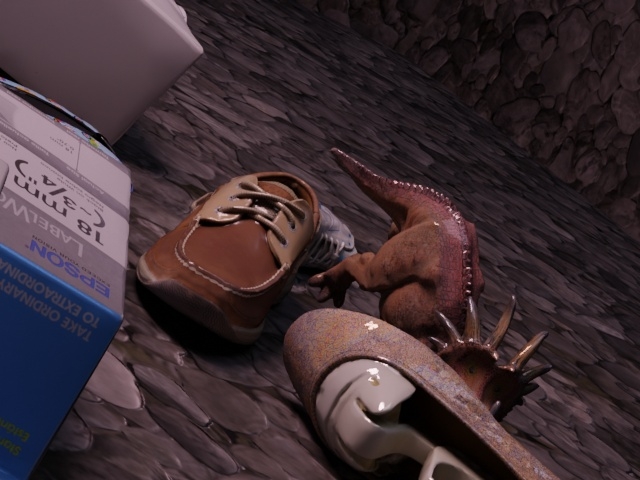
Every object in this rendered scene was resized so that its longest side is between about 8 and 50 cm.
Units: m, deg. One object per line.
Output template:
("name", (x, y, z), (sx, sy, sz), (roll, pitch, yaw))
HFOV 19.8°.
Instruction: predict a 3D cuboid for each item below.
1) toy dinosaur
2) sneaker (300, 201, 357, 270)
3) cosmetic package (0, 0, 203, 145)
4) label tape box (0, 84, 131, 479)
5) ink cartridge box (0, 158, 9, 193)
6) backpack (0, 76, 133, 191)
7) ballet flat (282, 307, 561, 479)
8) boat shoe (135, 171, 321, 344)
("toy dinosaur", (0.096, 0.051, 1.516), (0.127, 0.295, 0.200), (-4, -12, -28))
("sneaker", (0.000, 0.000, 1.843), (0.083, 0.071, 0.190), (37, 12, 1))
("cosmetic package", (-0.311, -0.287, 1.790), (0.385, 0.156, 0.217), (42, 11, -32))
("label tape box", (-0.233, -0.002, 1.044), (0.241, 0.106, 0.333), (33, 18, -18))
("ink cartridge box", (-0.230, 0.056, 0.741), (0.114, 0.197, 0.273), (29, 13, -10))
("backpack", (-0.235, -0.054, 1.364), (0.173, 0.117, 0.158), (22, 15, -34))
("ballet flat", (0.080, 0.155, 1.342), (0.316, 0.107, 0.106), (35, 20, 21))
("boat shoe", (-0.069, -0.002, 1.557), (0.123, 0.116, 0.324), (31, 12, -1))
